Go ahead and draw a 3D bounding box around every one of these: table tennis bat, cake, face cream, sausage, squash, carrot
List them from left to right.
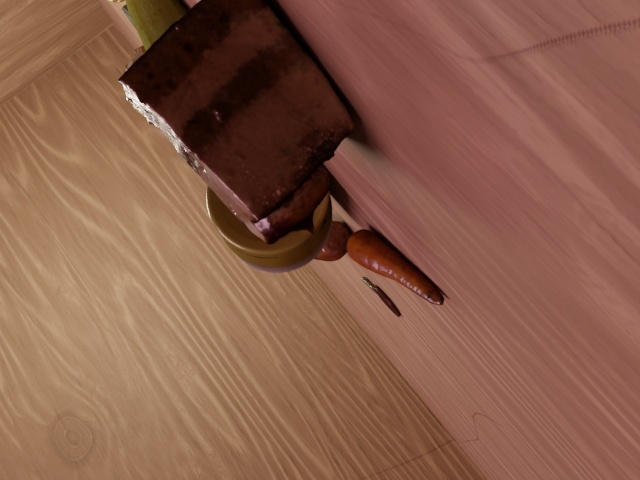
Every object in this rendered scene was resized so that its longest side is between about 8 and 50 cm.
[{"bbox_3d":[-0.306,-0.431,1.338,0.288,0.137,0.137,62,175,-1],"label":"squash"},{"bbox_3d":[-0.077,-0.141,0.852,0.293,0.198,0.196,48,170,-8],"label":"cake"},{"bbox_3d":[-0.088,-0.062,1.283,0.218,0.218,0.179,51,174,12],"label":"face cream"},{"bbox_3d":[0.000,0.000,1.637,0.419,0.094,0.094,-170,64,-83],"label":"sausage"},{"bbox_3d":[0.148,0.135,1.721,0.156,0.013,0.087,43,172,48],"label":"table tennis bat"},{"bbox_3d":[0.116,0.043,1.153,0.256,0.061,0.061,39,167,53],"label":"carrot"}]

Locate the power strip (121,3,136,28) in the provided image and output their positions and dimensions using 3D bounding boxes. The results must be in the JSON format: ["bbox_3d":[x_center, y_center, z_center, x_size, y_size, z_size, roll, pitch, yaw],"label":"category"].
[{"bbox_3d":[-0.496,-0.616,1.974,0.272,0.052,0.078,44,171,48],"label":"power strip"}]

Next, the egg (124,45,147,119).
[{"bbox_3d":[-0.404,-0.400,1.851,0.244,0.201,0.201,39,175,-2],"label":"egg"}]
